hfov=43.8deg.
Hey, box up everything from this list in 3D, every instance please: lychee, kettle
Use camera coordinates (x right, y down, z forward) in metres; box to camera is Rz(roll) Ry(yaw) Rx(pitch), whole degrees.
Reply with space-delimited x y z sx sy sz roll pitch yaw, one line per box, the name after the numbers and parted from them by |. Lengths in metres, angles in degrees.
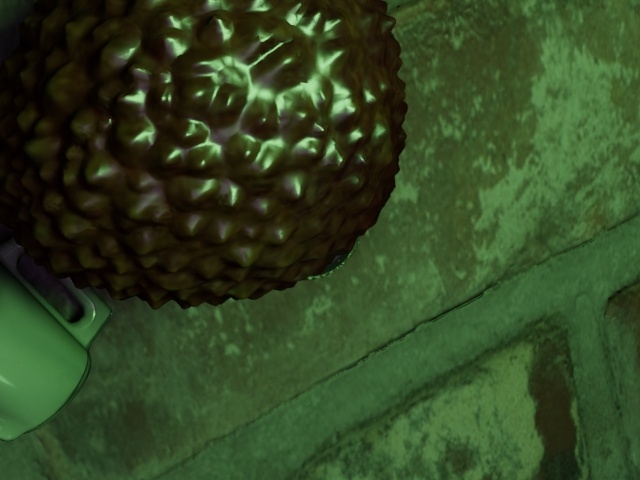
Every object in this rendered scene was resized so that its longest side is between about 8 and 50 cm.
-0.075 -0.087 0.535 0.304 0.275 0.276 -40 120 -29 | lychee
-0.256 0.065 0.623 0.098 0.127 0.148 -25 124 21 | kettle

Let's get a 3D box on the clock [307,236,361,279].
0.000 0.000 0.753 0.083 0.010 0.074 -44 120 -6 | clock
